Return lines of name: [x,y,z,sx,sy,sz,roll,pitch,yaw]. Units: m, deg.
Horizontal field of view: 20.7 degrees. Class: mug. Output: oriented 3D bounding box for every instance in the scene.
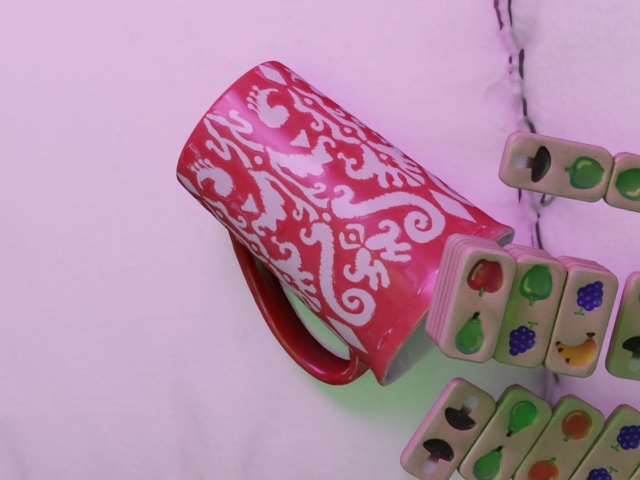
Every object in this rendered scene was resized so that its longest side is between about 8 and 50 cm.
mug: [-0.002,-0.001,0.991,0.169,0.113,0.150,41,103,12]

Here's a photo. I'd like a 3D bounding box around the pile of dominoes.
pile of dominoes: [0.180,0.059,0.923,0.251,0.040,0.196,11,101,-13]
